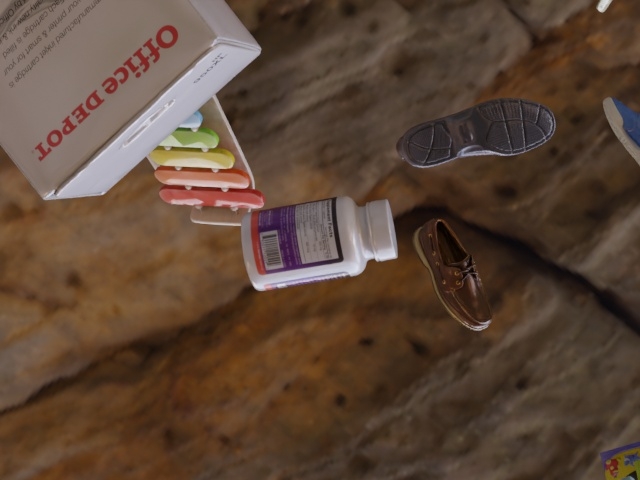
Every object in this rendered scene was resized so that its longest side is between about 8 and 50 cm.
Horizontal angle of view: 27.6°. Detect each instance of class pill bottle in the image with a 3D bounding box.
[{"bbox_3d":[0.000,0.000,1.721,0.193,0.108,0.108,-9,-159,7],"label":"pill bottle"}]

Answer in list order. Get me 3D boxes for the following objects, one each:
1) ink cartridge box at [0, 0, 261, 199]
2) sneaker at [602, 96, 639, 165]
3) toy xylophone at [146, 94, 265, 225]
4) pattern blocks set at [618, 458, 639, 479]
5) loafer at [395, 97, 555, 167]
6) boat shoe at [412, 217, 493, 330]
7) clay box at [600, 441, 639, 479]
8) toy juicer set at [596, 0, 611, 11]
[{"bbox_3d":[-0.307,-0.284,1.536,0.285,0.395,0.166,-40,172,16],"label":"ink cartridge box"},{"bbox_3d":[0.478,-0.163,1.885,0.084,0.058,0.152,-31,-122,4],"label":"sneaker"},{"bbox_3d":[-0.236,-0.153,2.236,0.236,0.323,0.081,-2,-130,30],"label":"toy xylophone"},{"bbox_3d":[0.509,0.447,1.859,0.026,0.285,0.325,-25,158,21],"label":"pattern blocks set"},{"bbox_3d":[0.284,-0.204,2.436,0.302,0.109,0.095,-12,-171,-13],"label":"loafer"},{"bbox_3d":[0.197,0.048,1.897,0.064,0.178,0.060,-23,167,-29],"label":"boat shoe"},{"bbox_3d":[0.618,0.491,2.468,0.127,0.053,0.222,-20,-131,16],"label":"clay box"},{"bbox_3d":[0.447,-0.534,2.190,0.209,0.329,0.089,-42,-133,27],"label":"toy juicer set"}]
